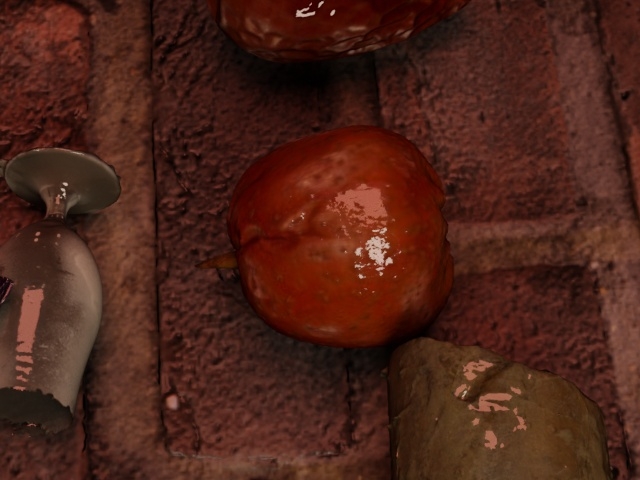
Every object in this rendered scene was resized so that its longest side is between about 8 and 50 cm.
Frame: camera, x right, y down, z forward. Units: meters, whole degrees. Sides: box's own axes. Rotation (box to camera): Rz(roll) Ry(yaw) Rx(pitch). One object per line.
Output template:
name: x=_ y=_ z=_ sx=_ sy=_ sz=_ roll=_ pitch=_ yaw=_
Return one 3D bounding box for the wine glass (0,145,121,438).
wine glass: x=-0.219 y=0.037 z=1.361 sx=0.103 sy=0.103 sz=0.222 roll=3 pitch=57 yaw=3

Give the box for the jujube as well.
jujube: x=0.016 y=-0.234 z=1.493 sx=0.236 sy=0.168 sz=0.168 roll=-8 pitch=58 yaw=-16

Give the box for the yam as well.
yam: x=0.126 y=0.215 z=1.207 sx=0.168 sy=0.168 sz=0.304 roll=-1 pitch=59 yaw=1

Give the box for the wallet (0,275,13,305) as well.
wallet: x=-0.309 y=0.068 z=1.327 sx=0.166 sy=0.030 sz=0.111 roll=6 pitch=71 yaw=42

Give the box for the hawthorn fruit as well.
hawthorn fruit: x=0.000 y=0.000 z=1.338 sx=0.200 sy=0.179 sz=0.179 roll=-6 pitch=58 yaw=2
